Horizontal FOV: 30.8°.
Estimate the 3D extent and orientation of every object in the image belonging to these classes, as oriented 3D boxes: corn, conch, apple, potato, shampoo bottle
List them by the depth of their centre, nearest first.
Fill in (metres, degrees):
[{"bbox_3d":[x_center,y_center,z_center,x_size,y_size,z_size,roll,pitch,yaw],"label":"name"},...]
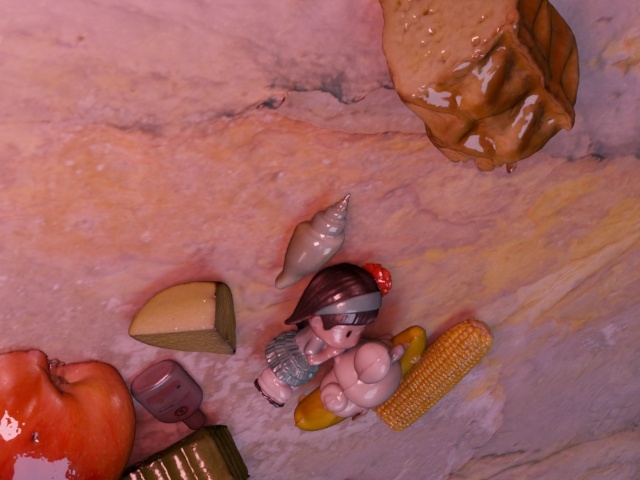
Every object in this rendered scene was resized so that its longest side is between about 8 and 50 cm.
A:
[{"bbox_3d":[-0.367,0.286,1.536,0.293,0.163,0.251,5,130,-43],"label":"apple"},{"bbox_3d":[-0.183,0.102,1.568,0.120,0.081,0.149,-2,161,7],"label":"potato"},{"bbox_3d":[-0.006,-0.003,1.580,0.065,0.088,0.180,35,122,-7],"label":"conch"},{"bbox_3d":[-0.212,0.232,1.695,0.080,0.040,0.165,-34,143,-3],"label":"shampoo bottle"},{"bbox_3d":[0.190,0.227,1.967,0.248,0.081,0.081,-45,143,15],"label":"corn"}]

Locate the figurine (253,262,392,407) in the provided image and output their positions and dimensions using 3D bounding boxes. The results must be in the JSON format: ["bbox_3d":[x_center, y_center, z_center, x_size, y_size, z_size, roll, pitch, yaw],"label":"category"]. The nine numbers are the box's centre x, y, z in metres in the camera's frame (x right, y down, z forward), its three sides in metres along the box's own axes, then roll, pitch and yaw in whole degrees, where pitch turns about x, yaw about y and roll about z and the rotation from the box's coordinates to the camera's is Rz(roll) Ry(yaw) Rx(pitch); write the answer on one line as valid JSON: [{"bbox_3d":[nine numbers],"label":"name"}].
[{"bbox_3d":[-0.002,0.130,1.692,0.245,0.110,0.138,-50,176,26],"label":"figurine"}]

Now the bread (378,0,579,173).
[{"bbox_3d":[0.189,-0.218,1.365,0.238,0.196,0.252,-43,146,14],"label":"bread"}]

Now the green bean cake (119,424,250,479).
[{"bbox_3d":[-0.215,0.364,1.727,0.200,0.113,0.214,-30,172,2],"label":"green bean cake"}]

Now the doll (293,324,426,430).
[{"bbox_3d":[0.065,0.204,1.787,0.237,0.111,0.252,-37,169,29],"label":"doll"}]
